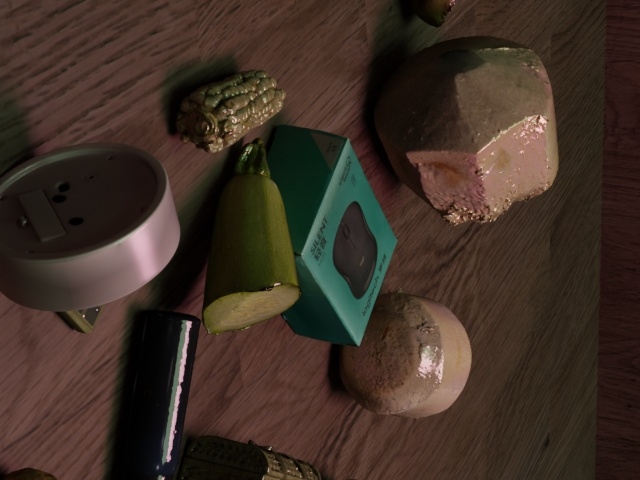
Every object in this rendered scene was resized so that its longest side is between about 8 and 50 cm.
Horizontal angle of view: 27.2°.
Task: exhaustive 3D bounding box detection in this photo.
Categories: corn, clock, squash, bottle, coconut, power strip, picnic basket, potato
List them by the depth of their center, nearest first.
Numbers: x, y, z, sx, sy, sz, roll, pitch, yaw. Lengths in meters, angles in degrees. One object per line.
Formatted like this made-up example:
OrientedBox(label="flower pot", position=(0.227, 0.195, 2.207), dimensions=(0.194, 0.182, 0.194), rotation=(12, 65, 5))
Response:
OrientedBox(label="clock", position=(-0.243, -0.017, 1.331), dimensions=(0.197, 0.196, 0.068), rotation=(-56, 146, -43))
OrientedBox(label="power strip", position=(-0.282, 0.036, 1.468), dimensions=(0.076, 0.028, 0.169), rotation=(-68, 153, -24))
OrientedBox(label="bottle", position=(-0.202, 0.210, 1.649), dimensions=(0.082, 0.072, 0.244), rotation=(11, 89, -68))
OrientedBox(label="corn", position=(-0.109, -0.176, 1.703), dimensions=(0.211, 0.087, 0.087), rotation=(-42, 135, -57))
OrientedBox(label="squash", position=(-0.087, -0.003, 1.753), dimensions=(0.137, 0.137, 0.287), rotation=(70, 14, -47))
OrientedBox(label="picnic basket", position=(-0.102, 0.357, 1.847), dimensions=(0.196, 0.134, 0.154), rotation=(34, 66, -62))
OrientedBox(label="coconut", position=(0.249, -0.195, 2.219), dimensions=(0.297, 0.297, 0.309), rotation=(-68, 152, -25))
OrientedBox(label="coconut", position=(0.146, 0.197, 2.245), dimensions=(0.234, 0.224, 0.224), rotation=(0, 99, -64))
OrientedBox(label="potato", position=(0.181, -0.430, 2.271), dimensions=(0.172, 0.089, 0.101), rotation=(-105, -141, -73))

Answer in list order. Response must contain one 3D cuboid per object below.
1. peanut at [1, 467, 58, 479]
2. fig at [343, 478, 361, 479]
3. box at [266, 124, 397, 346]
OrientedBox(label="peanut", position=(-0.293, 0.334, 1.456), dimensions=(0.226, 0.108, 0.095), rotation=(75, 29, -46))
OrientedBox(label="fig", position=(0.075, 0.508, 2.180), dimensions=(0.203, 0.225, 0.203), rotation=(-59, 171, -16))
OrientedBox(label="box", position=(0.000, 0.000, 1.958), dimensions=(0.311, 0.118, 0.205), rotation=(60, 44, -54))
